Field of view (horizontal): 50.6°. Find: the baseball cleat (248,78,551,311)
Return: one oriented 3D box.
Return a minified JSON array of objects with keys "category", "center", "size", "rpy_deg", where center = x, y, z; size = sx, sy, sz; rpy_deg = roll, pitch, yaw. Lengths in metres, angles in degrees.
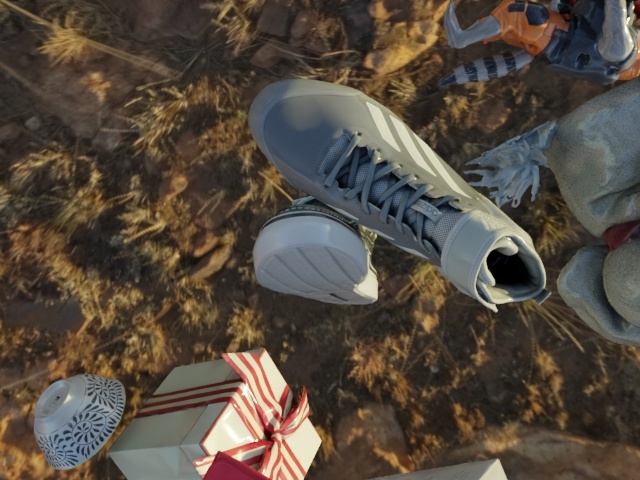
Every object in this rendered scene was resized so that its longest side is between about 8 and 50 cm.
[{"category":"baseball cleat","center":[0.054,-0.028,0.395],"size":[0.206,0.109,0.072],"rpy_deg":[28,99,-18]}]

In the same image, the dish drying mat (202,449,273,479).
[{"category":"dish drying mat","center":[-0.038,0.165,0.424],"size":[0.083,0.008,0.032],"rpy_deg":[23,81,20]}]

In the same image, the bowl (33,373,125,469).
[{"category":"bowl","center":[-0.413,0.280,1.113],"size":[0.170,0.170,0.080],"rpy_deg":[-36,125,2]}]

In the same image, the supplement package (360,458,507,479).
[{"category":"supplement package","center":[0.033,0.329,0.599],"size":[0.293,0.175,0.177],"rpy_deg":[-23,89,36]}]

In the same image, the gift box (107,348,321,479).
[{"category":"gift box","center":[-0.172,0.340,1.140],"size":[0.258,0.255,0.276],"rpy_deg":[-14,119,31]}]

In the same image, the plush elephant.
[{"category":"plush elephant","center":[0.337,-0.029,0.639],"size":[0.330,0.272,0.255],"rpy_deg":[-25,86,-6]}]

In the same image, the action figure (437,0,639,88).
[{"category":"action figure","center":[0.354,-0.302,1.046],"size":[0.330,0.341,0.178],"rpy_deg":[8,94,7]}]

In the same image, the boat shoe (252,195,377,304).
[{"category":"boat shoe","center":[0.000,0.000,0.781],"size":[0.121,0.335,0.119],"rpy_deg":[-4,77,9]}]
